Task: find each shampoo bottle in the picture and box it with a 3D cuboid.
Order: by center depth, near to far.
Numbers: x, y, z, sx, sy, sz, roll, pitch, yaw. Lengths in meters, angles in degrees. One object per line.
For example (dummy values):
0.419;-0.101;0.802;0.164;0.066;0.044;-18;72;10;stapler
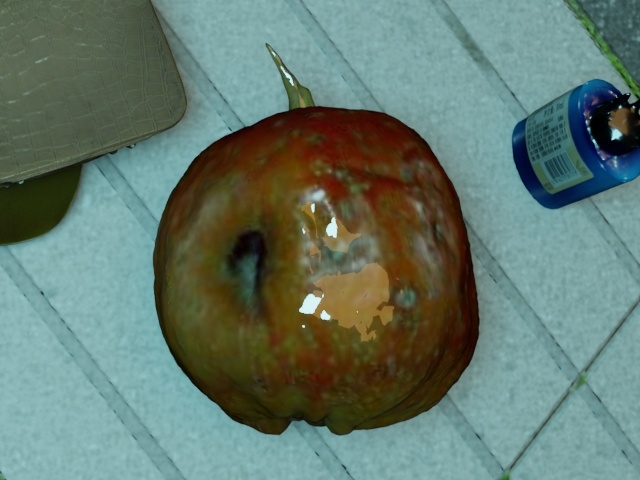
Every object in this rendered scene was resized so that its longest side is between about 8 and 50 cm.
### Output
0.216;-0.080;1.131;0.050;0.183;0.087;-21;88;-16;shampoo bottle

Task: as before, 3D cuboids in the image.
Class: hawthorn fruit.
0.001;0.024;1.034;0.258;0.258;0.262;28;58;-10;hawthorn fruit

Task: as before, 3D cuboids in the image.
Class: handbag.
-0.208;-0.124;1.009;0.193;0.072;0.151;-22;99;-28;handbag

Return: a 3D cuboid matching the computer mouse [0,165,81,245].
-0.267;-0.151;1.062;0.158;0.072;0.310;0;81;-24;computer mouse
